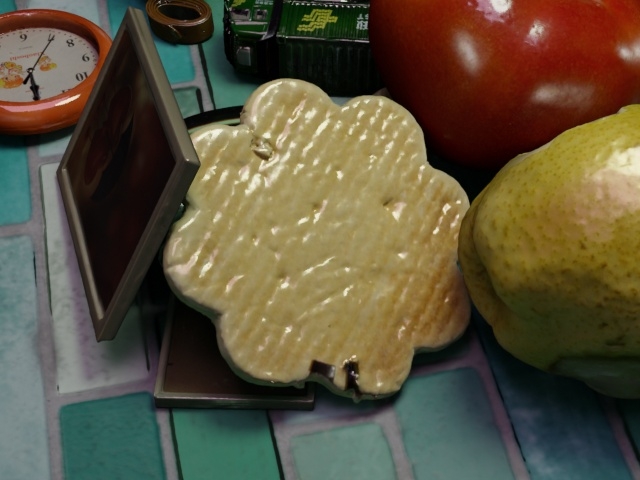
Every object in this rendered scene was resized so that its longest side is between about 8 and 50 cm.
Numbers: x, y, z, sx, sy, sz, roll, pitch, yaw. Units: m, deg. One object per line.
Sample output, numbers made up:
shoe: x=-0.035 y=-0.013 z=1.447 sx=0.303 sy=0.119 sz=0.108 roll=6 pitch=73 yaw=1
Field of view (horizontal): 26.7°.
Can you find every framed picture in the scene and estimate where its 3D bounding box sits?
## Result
framed picture: x=-0.075 y=0.078 z=1.299 sx=0.150 sy=0.015 sz=0.203 roll=1 pitch=46 yaw=2
framed picture: x=-0.193 y=-0.069 z=1.301 sx=0.020 sy=0.211 sz=0.289 roll=13 pitch=31 yaw=-29

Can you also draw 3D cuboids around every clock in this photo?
clock: x=-0.331 y=-0.192 z=1.537 sx=0.205 sy=0.051 sz=0.205 roll=0 pitch=46 yaw=0

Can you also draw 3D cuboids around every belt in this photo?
belt: x=-0.169 y=-0.264 z=1.611 sx=0.083 sy=0.036 sz=0.059 roll=15 pitch=55 yaw=16

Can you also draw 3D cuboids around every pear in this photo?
pear: x=0.257 y=0.002 z=1.199 sx=0.271 sy=0.271 sz=0.271 roll=-1 pitch=47 yaw=1

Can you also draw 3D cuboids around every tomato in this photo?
tomato: x=0.184 y=-0.192 z=1.361 sx=0.298 sy=0.226 sz=0.298 roll=19 pitch=44 yaw=-19

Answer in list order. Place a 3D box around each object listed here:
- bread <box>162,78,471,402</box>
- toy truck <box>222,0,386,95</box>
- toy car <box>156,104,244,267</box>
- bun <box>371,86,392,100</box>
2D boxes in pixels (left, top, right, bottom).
bread: x=0.000 y=0.000 z=1.250 sx=0.316 sy=0.054 sz=0.316 roll=4 pitch=75 yaw=-17
toy truck: x=0.016 y=-0.235 z=1.542 sx=0.259 sy=0.088 sz=0.121 roll=4 pitch=47 yaw=4
toy car: x=-0.066 y=-0.068 z=1.350 sx=0.306 sy=0.125 sz=0.136 roll=-11 pitch=41 yaw=-10
bun: x=0.085 y=-0.126 z=1.459 sx=0.086 sy=0.055 sz=0.086 roll=9 pitch=41 yaw=-8
